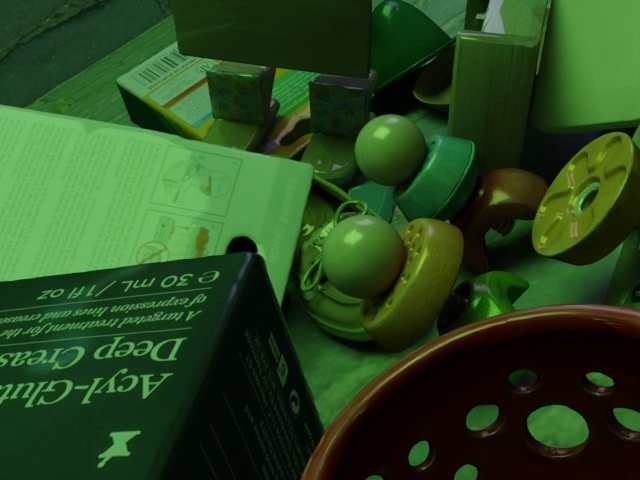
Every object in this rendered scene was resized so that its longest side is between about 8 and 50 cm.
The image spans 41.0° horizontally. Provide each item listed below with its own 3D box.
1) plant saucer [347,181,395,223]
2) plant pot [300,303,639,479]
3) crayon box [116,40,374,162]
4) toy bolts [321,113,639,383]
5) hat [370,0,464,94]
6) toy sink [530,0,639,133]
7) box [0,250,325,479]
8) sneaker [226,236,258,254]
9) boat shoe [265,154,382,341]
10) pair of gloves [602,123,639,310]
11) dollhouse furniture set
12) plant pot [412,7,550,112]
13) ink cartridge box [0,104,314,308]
[{"bbox_3d":[0.039,-0.010,0.907,0.067,0.018,0.192,-16,30,26],"label":"plant saucer"},{"bbox_3d":[0.108,0.148,0.370,0.191,0.174,0.191,-24,27,13],"label":"plant pot"},{"bbox_3d":[-0.105,-0.184,1.191,0.203,0.083,0.323,-39,53,-23],"label":"crayon box"},{"bbox_3d":[0.107,-0.037,0.651,0.218,0.159,0.228,-54,13,23],"label":"toy bolts"},{"bbox_3d":[0.078,-0.309,1.154,0.173,0.183,0.208,-36,7,-12],"label":"hat"},{"bbox_3d":[0.309,-0.190,0.789,0.153,0.131,0.234,-1,71,46],"label":"toy sink"},{"bbox_3d":[-0.184,0.211,0.457,0.294,0.211,0.395,-7,32,17],"label":"box"},{"bbox_3d":[-0.208,0.077,0.902,0.344,0.134,0.146,-21,18,-3],"label":"sneaker"},{"bbox_3d":[0.000,0.000,0.805,0.105,0.089,0.285,-36,31,-9],"label":"boat shoe"},{"bbox_3d":[0.302,-0.031,0.545,0.240,0.042,0.204,-1,76,52],"label":"pair of gloves"},{"bbox_3d":[0.021,-0.204,0.872,0.394,0.362,0.256,10,42,12],"label":"dollhouse furniture set"},{"bbox_3d":[0.232,-0.225,1.084,0.236,0.032,0.236,-23,27,13],"label":"plant pot"},{"bbox_3d":[-0.223,0.039,0.783,0.385,0.091,0.308,11,63,4],"label":"ink cartridge box"}]
